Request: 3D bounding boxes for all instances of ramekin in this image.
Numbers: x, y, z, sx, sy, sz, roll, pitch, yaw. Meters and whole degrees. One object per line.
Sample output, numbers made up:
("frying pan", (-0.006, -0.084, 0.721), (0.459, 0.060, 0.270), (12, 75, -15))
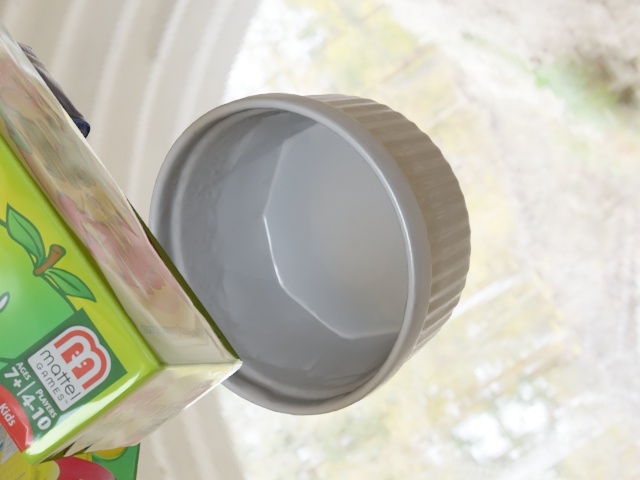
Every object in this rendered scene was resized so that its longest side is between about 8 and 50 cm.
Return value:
("ramekin", (0.000, 0.000, 1.100), (0.109, 0.207, 0.207), (-22, -104, -54))

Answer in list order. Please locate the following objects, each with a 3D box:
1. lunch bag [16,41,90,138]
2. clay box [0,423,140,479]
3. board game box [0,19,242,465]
("lunch bag", (-0.177, -0.056, 0.860), (0.065, 0.098, 0.067), (54, -167, 18))
("clay box", (-0.130, 0.164, 0.721), (0.053, 0.127, 0.222), (19, -126, -23))
("board game box", (-0.099, -0.026, 0.466), (0.181, 0.043, 0.092), (54, -174, 9))
